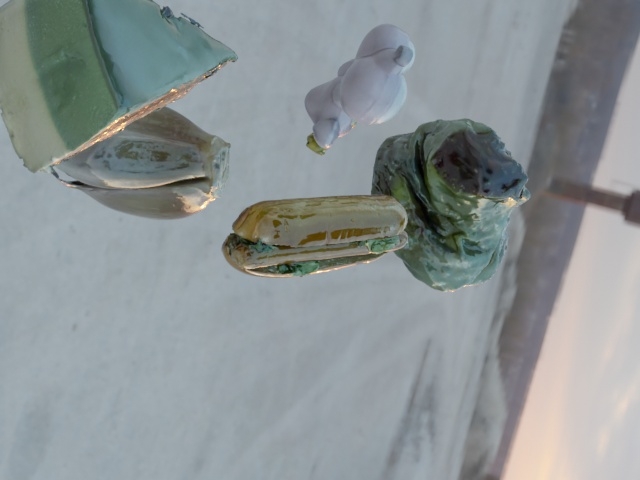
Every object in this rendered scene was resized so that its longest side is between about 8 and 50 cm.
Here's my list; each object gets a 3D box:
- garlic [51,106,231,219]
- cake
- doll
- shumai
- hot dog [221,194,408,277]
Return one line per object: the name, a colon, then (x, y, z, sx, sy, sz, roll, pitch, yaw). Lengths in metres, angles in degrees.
garlic: (-0.359, -0.122, 2.153, 0.340, 0.246, 0.231, -8, 132, -29)
cake: (-0.208, -0.153, 1.298, 0.284, 0.158, 0.172, 17, 56, -54)
doll: (0.055, -0.228, 1.808, 0.160, 0.094, 0.365, -65, -165, -16)
shumai: (0.260, -0.100, 2.041, 0.304, 0.309, 0.263, -32, 174, -39)
hot dog: (0.000, 0.000, 1.333, 0.250, 0.068, 0.100, -5, 141, -38)
